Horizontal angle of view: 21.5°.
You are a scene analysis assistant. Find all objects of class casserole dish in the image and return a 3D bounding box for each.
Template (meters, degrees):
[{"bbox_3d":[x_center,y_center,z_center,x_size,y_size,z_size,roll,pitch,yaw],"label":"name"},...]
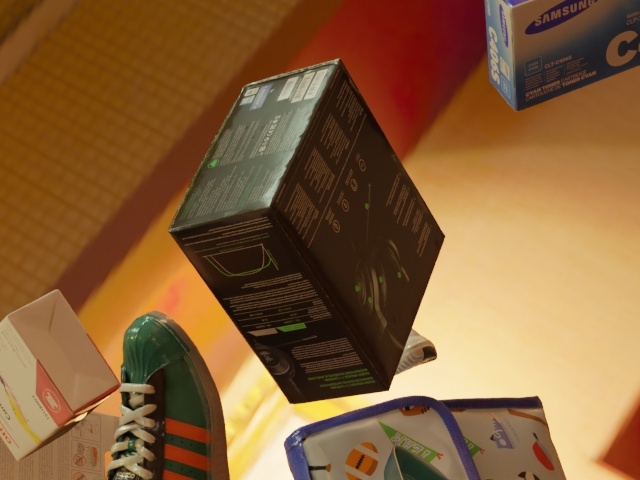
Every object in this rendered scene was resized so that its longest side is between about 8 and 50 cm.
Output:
[{"bbox_3d":[0.115,0.281,1.763,0.037,0.114,0.188,-50,14,11],"label":"casserole dish"}]

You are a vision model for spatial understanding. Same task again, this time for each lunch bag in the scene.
[{"bbox_3d":[0.154,0.371,2.093,0.385,0.328,0.239,4,-34,-40],"label":"lunch bag"}]

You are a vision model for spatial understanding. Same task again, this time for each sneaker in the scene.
[{"bbox_3d":[-0.171,0.230,1.760,0.121,0.108,0.302,-18,-80,-42],"label":"sneaker"},{"bbox_3d":[0.073,0.104,2.237,0.094,0.153,0.235,-21,1,-9],"label":"sneaker"}]

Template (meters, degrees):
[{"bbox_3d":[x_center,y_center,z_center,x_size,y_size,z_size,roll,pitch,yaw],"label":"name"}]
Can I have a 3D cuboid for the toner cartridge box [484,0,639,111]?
[{"bbox_3d":[0.370,-0.291,2.029,0.348,0.075,0.165,-22,-44,-11],"label":"toner cartridge box"}]

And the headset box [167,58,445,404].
[{"bbox_3d":[0.000,0.000,1.788,0.283,0.131,0.246,56,-142,-31],"label":"headset box"}]

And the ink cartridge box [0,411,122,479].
[{"bbox_3d":[-0.350,0.289,2.117,0.225,0.181,0.056,18,-38,-33],"label":"ink cartridge box"}]

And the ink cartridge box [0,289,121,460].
[{"bbox_3d":[-0.287,0.142,1.665,0.067,0.115,0.198,-31,-6,-37],"label":"ink cartridge box"}]
